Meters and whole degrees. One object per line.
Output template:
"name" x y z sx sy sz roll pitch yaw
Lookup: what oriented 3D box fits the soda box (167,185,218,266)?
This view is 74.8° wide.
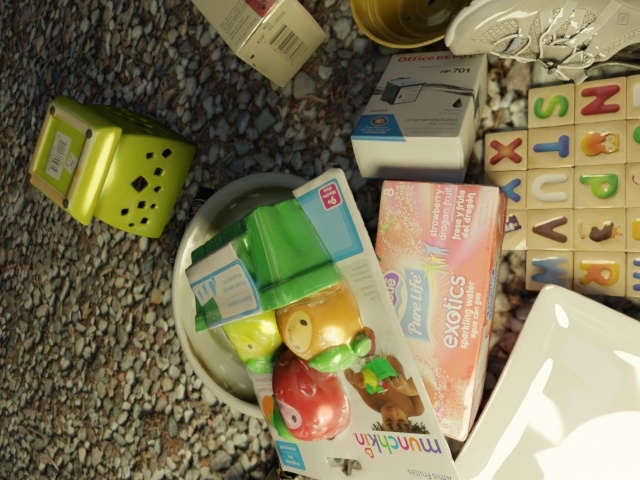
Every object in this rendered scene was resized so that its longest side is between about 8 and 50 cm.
"soda box" -0.235 -0.018 0.825 0.053 0.060 0.169 30 101 24

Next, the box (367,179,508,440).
"box" 0.155 0.077 0.564 0.142 0.154 0.300 8 95 27

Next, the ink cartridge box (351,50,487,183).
"ink cartridge box" 0.142 -0.173 0.576 0.140 0.082 0.190 8 57 27

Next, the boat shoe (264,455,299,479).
"boat shoe" -0.059 0.394 0.728 0.049 0.042 0.133 47 109 18

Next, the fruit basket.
"fruit basket" -0.030 0.136 0.510 0.327 0.165 0.353 -24 80 48

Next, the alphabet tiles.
"alphabet tiles" 0.392 -0.070 0.537 0.343 0.011 0.285 1 88 27

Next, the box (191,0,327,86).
"box" -0.123 -0.412 0.737 0.127 0.148 0.232 -43 71 18

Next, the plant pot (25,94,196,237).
"plant pot" -0.433 -0.153 0.851 0.227 0.207 0.228 31 102 24

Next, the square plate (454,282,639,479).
"square plate" 0.374 0.278 0.509 0.344 0.049 0.347 27 99 26

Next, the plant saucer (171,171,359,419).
"plant saucer" -0.078 0.089 0.718 0.400 0.100 0.400 -1 87 26

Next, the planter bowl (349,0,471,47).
"planter bowl" 0.158 -0.376 0.624 0.217 0.090 0.217 -2 86 26

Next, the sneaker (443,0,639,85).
"sneaker" 0.295 -0.247 0.504 0.281 0.105 0.115 -3 89 6
